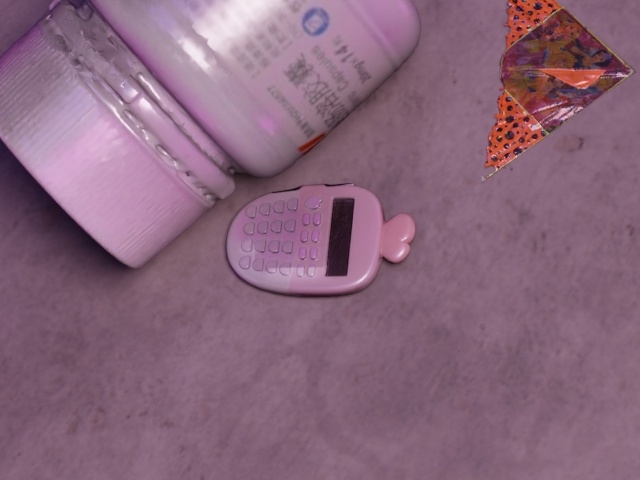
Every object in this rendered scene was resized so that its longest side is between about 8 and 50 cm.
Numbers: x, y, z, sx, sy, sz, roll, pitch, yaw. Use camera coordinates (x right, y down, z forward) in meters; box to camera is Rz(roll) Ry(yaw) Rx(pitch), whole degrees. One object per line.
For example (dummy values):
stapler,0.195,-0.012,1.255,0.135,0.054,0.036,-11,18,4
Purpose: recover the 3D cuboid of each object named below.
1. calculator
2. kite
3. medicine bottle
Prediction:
calculator,0.000,0.000,1.646,0.166,0.024,0.103,0,66,15
kite,0.212,-0.150,1.678,0.125,0.008,0.222,3,67,11
medicine bottle,-0.105,-0.157,1.610,0.325,0.256,0.256,-43,65,0
